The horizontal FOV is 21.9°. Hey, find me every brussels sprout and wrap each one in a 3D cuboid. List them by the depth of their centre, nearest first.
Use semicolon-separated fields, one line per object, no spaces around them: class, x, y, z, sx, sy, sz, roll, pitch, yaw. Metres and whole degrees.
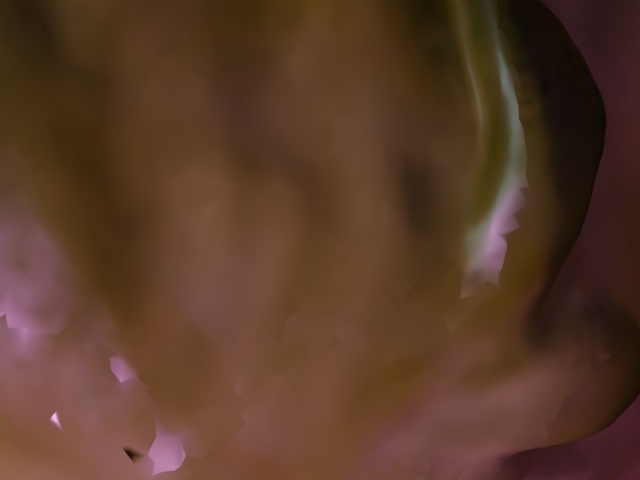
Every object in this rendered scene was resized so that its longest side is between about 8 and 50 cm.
brussels sprout;-0.052;-0.062;0.470;0.276;0.314;0.371;84;163;-71
